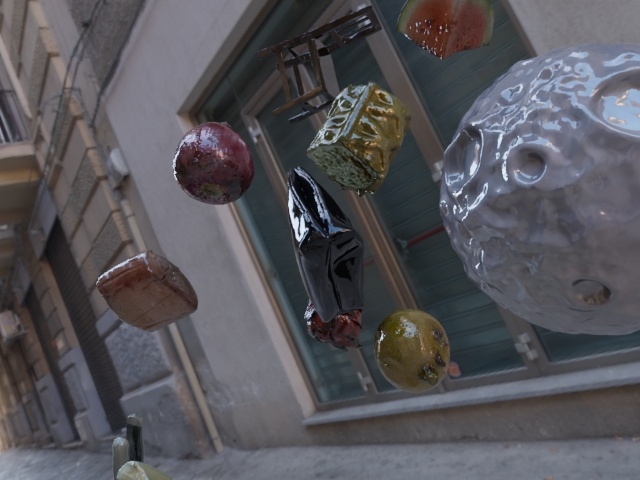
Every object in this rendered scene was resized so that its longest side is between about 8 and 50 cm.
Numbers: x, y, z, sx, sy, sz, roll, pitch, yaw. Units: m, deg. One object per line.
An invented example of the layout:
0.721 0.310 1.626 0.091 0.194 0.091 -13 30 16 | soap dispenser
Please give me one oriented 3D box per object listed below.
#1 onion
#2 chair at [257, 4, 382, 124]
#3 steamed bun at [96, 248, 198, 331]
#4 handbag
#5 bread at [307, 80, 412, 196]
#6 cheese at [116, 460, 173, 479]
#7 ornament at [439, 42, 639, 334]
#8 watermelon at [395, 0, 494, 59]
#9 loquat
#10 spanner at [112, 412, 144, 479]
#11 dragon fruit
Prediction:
-0.206 -0.167 0.922 0.159 0.195 0.159 -1 -36 -1 | onion
0.026 -0.593 1.623 0.416 0.241 0.203 -14 -2 19 | chair
-0.348 0.102 0.941 0.144 0.106 0.175 -27 -47 7 | steamed bun
0.000 0.000 1.108 0.152 0.288 0.342 -20 -39 -8 | handbag
0.105 -0.279 1.263 0.252 0.238 0.196 -54 5 -20 | bread
-0.249 0.422 0.756 0.050 0.127 0.235 -44 -31 -8 | cheese
0.307 -0.048 0.545 0.337 0.337 0.337 -24 -7 -3 | ornament
0.265 -0.437 0.918 0.145 0.137 0.193 -25 15 -23 | watermelon
0.193 0.231 0.962 0.149 0.172 0.204 -2 16 -14 | loquat
-0.401 0.505 0.979 0.040 0.325 0.096 11 26 3 | spanner
0.047 0.245 1.445 0.188 0.182 0.182 5 -14 -13 | dragon fruit
